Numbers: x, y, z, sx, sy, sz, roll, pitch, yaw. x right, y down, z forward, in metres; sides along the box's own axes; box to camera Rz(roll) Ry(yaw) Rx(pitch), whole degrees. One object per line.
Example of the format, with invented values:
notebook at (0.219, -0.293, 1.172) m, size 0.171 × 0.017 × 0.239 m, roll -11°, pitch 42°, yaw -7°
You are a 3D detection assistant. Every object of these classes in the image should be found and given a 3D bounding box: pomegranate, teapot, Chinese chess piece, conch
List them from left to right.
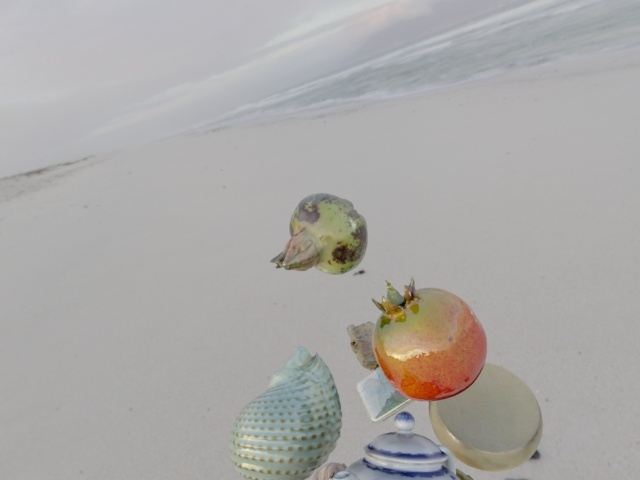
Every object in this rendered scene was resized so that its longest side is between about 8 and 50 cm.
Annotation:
conch at (-0.055, 0.450, 1.043) m, size 0.215 × 0.303 × 0.319 m, roll 36°, pitch 90°, yaw 33°
pomegranate at (0.005, -0.012, 1.117) m, size 0.203 × 0.222 × 0.277 m, roll -58°, pitch -21°, yaw 22°
teapot at (0.156, 0.470, 0.802) m, size 0.253 × 0.279 × 0.424 m, roll -9°, pitch -21°, yaw 40°
pomegranate at (0.202, 0.188, 0.839) m, size 0.221 × 0.256 × 0.221 m, roll -38°, pitch 11°, yaw 9°
Chinese chess piece at (0.411, 0.434, 1.074) m, size 0.274 × 0.102 × 0.273 m, roll -5°, pitch 40°, yaw 4°

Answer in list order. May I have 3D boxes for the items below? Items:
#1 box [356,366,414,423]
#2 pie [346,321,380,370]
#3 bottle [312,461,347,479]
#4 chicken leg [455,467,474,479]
box at (0.242, 0.433, 1.306) m, size 0.285 × 0.044 × 0.142 m, roll -42°, pitch 50°, yaw 20°
pie at (0.174, 0.383, 1.576) m, size 0.129 × 0.068 × 0.282 m, roll -12°, pitch 22°, yaw -4°
bottle at (0.033, 0.878, 1.573) m, size 0.110 × 0.097 × 0.209 m, roll -30°, pitch -22°, yaw -30°
chicken leg at (0.355, 0.635, 1.045) m, size 0.103 × 0.227 × 0.088 m, roll -54°, pitch 26°, yaw -19°
